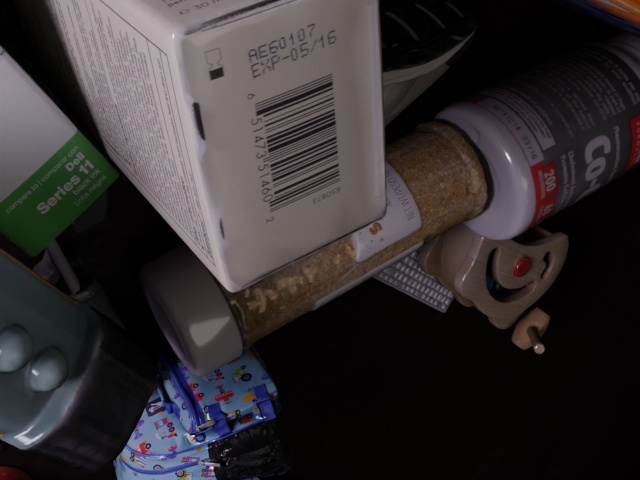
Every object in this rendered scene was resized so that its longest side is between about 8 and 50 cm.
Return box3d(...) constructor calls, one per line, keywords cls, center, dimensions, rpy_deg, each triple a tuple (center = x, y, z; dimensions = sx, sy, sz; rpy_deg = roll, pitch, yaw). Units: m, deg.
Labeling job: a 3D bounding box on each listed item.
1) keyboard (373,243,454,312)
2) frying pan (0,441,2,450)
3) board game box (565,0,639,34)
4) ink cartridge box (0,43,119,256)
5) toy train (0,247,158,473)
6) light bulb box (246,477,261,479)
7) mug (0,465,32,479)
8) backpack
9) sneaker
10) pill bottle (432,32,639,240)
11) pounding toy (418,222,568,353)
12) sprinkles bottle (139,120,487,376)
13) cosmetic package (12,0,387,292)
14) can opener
box3d(cls="keyboard", center=(0.112, 0.029, 1.009), dimensions=(0.256, 0.014, 0.072), rpy_deg=(27, 101, -48))
box3d(cls="frying pan", center=(-0.380, 0.183, 0.617), dimensions=(0.197, 0.053, 0.326), rpy_deg=(-45, 150, -23))
box3d(cls="board game box", center=(0.236, -0.350, 0.563), dimensions=(0.356, 0.356, 0.356), rpy_deg=(5, 117, -42))
box3d(cls="ink cartridge box", center=(-0.245, -0.106, 0.504), dimensions=(0.087, 0.153, 0.208), rpy_deg=(-44, 139, -8))
box3d(cls="toy train", center=(-0.241, 0.042, 0.486), dimensions=(0.142, 0.190, 0.334), rpy_deg=(-66, 154, -20))
box3d(cls="light bulb box", center=(-0.140, 0.540, 0.937), dimensions=(0.361, 0.225, 0.358), rpy_deg=(-65, 164, 18))
box3d(cls="mug", center=(-0.319, 0.319, 0.753), dimensions=(0.150, 0.169, 0.113), rpy_deg=(-6, 125, -37))
box3d(cls="backpack", center=(-0.135, 0.185, 0.826), dimensions=(0.173, 0.158, 0.117), rpy_deg=(-18, 123, -14))
box3d(cls="sneaker", center=(0.032, -0.141, 0.764), dimensions=(0.271, 0.100, 0.108), rpy_deg=(-36, 151, -8))
box3d(cls="pill bottle", center=(0.278, -0.128, 0.914), dimensions=(0.283, 0.161, 0.161), rpy_deg=(-28, 135, -21))
box3d(cls="pounding toy", center=(0.262, 0.042, 1.032), dimensions=(0.154, 0.155, 0.269), rpy_deg=(-54, 137, -1))
box3d(cls="sprinkles bottle", center=(0.000, 0.000, 0.813), dimensions=(0.355, 0.121, 0.121), rpy_deg=(-29, 135, -21))
box3d(cls="cosmetic package", center=(-0.096, -0.126, 0.497), dimensions=(0.113, 0.309, 0.160), rpy_deg=(-26, 135, -22))
box3d(cls="can opener", center=(-0.198, 0.033, 0.708), dimensions=(0.095, 0.076, 0.283), rpy_deg=(-31, 137, -16))
